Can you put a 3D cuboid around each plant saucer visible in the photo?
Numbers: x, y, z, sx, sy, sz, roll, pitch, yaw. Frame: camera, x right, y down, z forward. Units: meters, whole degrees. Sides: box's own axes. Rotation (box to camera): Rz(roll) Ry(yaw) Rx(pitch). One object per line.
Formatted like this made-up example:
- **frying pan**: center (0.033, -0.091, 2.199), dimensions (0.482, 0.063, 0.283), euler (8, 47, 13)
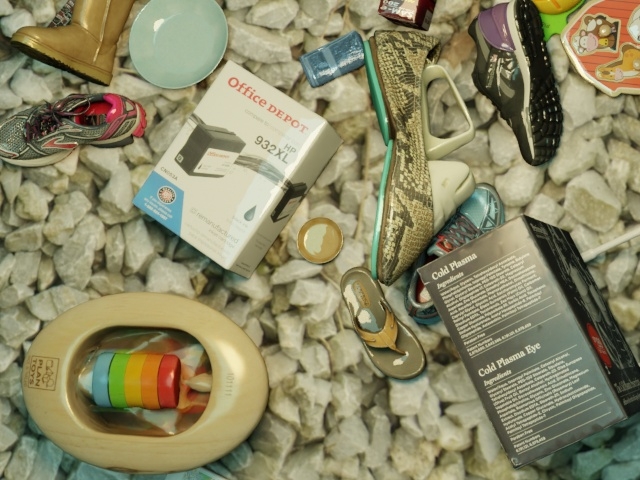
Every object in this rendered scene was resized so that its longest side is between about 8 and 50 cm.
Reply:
- **plant saucer**: center (-0.260, -0.371, 2.008), dimensions (0.195, 0.037, 0.195), euler (-2, 80, 13)
- **plant saucer**: center (0.000, 0.000, 1.895), dimensions (0.083, 0.015, 0.083), euler (-2, 80, 13)

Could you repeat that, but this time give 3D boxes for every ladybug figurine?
- **ladybug figurine**: center (-0.296, 0.243, 1.845), dimensions (0.449, 0.162, 0.305), euler (5, 82, 13)

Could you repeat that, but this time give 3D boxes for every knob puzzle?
- **knob puzzle**: center (0.503, -0.337, 1.814), dimensions (0.213, 0.030, 0.213), euler (-1, 82, 4)

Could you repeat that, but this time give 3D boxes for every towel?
- **towel**: center (0.026, -0.326, 1.938), dimensions (0.119, 0.029, 0.067), euler (-24, 77, 8)

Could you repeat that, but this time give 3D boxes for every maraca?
- **maraca**: center (0.396, -0.434, 1.839), dimensions (0.127, 0.099, 0.185), euler (20, 109, 1)

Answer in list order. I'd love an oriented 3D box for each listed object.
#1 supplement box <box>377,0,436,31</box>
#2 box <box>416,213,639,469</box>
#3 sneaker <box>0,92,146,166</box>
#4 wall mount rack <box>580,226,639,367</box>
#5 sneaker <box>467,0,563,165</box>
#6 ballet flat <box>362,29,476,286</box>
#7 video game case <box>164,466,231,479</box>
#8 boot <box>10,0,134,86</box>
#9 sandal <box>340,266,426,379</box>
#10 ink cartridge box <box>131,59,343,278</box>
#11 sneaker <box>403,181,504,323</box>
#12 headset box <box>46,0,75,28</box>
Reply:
- **supplement box**: center (0.173, -0.491, 1.855), dimensions (0.073, 0.130, 0.239), euler (17, 99, 15)
- **box**: center (0.334, 0.147, 1.611), dimensions (0.179, 0.343, 0.312), euler (-31, 75, 19)
- **sneaker**: center (-0.480, -0.220, 1.995), dimensions (0.299, 0.112, 0.120), euler (-13, 78, 11)
- **wall mount rack**: center (0.590, 0.062, 1.697), dimensions (0.304, 0.130, 0.350), euler (-21, 76, 5)
- **sneaker**: center (0.326, -0.261, 1.839), dimensions (0.124, 0.107, 0.283), euler (-11, 86, 42)
- **ballet flat**: center (0.166, -0.155, 1.770), dimensions (0.182, 0.164, 0.482), euler (-3, 61, 4)
- **video game case**: center (-0.192, 0.509, 1.847), dimensions (0.227, 0.026, 0.206), euler (23, 86, 15)
- **boot**: center (-0.438, -0.443, 1.971), dimensions (0.089, 0.236, 0.269), euler (13, 86, 32)
- **sandal**: center (0.099, 0.139, 1.825), dimensions (0.090, 0.060, 0.219), euler (-28, 75, 7)
- **ink cartridge box**: center (-0.144, -0.124, 1.890), dimensions (0.223, 0.129, 0.307), euler (34, 89, 17)
- **sneaker**: center (0.225, 0.020, 1.782), dimensions (0.104, 0.125, 0.262), euler (27, 87, 15)
- **headset box**: center (-0.473, -0.419, 2.052), dimensions (0.032, 0.062, 0.083), euler (40, 90, 16)
